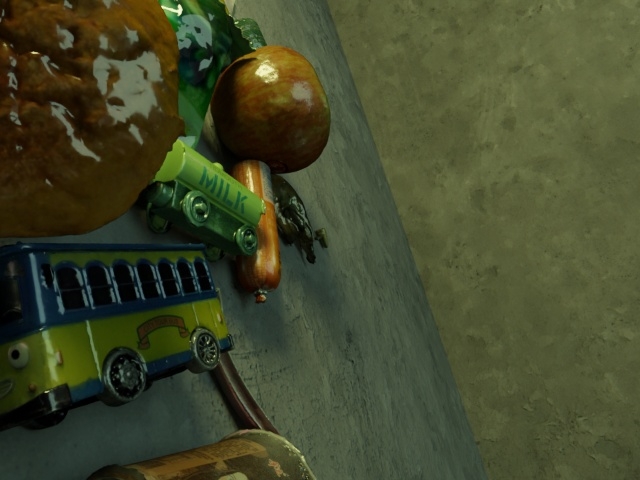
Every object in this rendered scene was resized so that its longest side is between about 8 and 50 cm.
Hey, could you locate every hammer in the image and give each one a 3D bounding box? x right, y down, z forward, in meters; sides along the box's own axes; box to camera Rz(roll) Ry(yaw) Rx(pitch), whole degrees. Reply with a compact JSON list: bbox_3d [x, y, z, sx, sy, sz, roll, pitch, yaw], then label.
[{"bbox_3d":[0.000,0.000,1.378,0.195,0.028,0.060,-36,109,-83],"label":"hammer"}]

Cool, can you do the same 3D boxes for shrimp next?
[{"bbox_3d":[-0.074,-0.056,1.253,0.145,0.059,0.254,-9,78,-67],"label":"shrimp"}]

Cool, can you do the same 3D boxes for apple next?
[{"bbox_3d":[-0.119,-0.284,1.126,0.277,0.250,0.309,58,-14,29],"label":"apple"}]

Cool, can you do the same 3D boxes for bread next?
[{"bbox_3d":[-0.287,-0.145,0.442,0.313,0.172,0.311,0,91,-31],"label":"bread"}]

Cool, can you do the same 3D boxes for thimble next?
[{"bbox_3d":[-0.205,-0.486,1.240,0.090,0.135,0.118,66,24,-3],"label":"thimble"}]

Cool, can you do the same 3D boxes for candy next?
[{"bbox_3d":[-0.271,-0.295,0.841,0.263,0.172,0.397,42,46,-39],"label":"candy"}]

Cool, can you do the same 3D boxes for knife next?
[{"bbox_3d":[-0.137,0.217,0.808,0.277,0.053,0.123,67,15,-7],"label":"knife"}]

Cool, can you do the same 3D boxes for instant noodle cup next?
[{"bbox_3d":[-0.131,0.314,0.512,0.207,0.218,0.217,25,46,-53],"label":"instant noodle cup"}]

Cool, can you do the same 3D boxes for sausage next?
[{"bbox_3d":[-0.132,-0.016,1.011,0.093,0.093,0.311,39,35,-54],"label":"sausage"}]

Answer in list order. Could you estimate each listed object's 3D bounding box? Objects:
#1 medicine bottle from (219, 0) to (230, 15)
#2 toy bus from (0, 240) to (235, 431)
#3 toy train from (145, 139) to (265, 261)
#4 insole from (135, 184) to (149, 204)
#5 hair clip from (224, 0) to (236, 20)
[{"bbox_3d":[-0.274,-0.521,1.117,0.212,0.122,0.122,67,19,-1],"label":"medicine bottle"},{"bbox_3d":[-0.238,0.093,0.547,0.288,0.138,0.174,3,68,-69],"label":"toy bus"},{"bbox_3d":[-0.188,-0.065,0.851,0.253,0.105,0.157,36,52,-52],"label":"toy train"},{"bbox_3d":[-0.306,-0.084,0.734,0.153,0.002,0.053,11,78,-64],"label":"insole"},{"bbox_3d":[-0.258,-0.630,1.354,0.159,0.071,0.218,49,33,-56],"label":"hair clip"}]
